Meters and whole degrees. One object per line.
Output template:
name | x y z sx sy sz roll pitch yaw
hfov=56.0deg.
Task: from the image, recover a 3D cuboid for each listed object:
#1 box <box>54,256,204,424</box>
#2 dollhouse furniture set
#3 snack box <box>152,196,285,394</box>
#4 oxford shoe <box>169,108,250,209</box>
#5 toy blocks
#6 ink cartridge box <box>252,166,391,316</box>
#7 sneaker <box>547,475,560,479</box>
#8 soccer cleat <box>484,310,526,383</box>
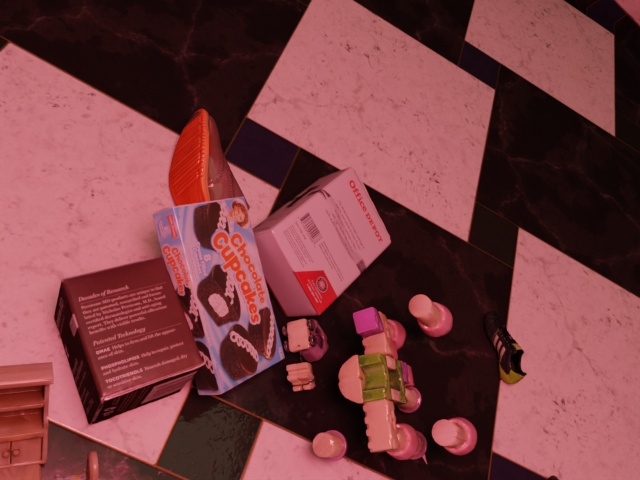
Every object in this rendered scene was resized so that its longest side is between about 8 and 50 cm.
box | -0.321 0.165 0.995 0.167 0.168 0.203 -15 70 -33
dollhouse furniture set | -0.412 0.303 0.802 0.212 0.161 0.242 0 26 -28
snack box | -0.175 0.089 1.078 0.187 0.060 0.322 -17 93 -57
oxford shoe | -0.225 -0.101 1.249 0.132 0.130 0.364 13 62 -41
toy blocks | 0.129 0.283 1.168 0.260 0.309 0.289 39 40 -59
ink cartridge box | 0.000 0.000 1.256 0.273 0.114 0.197 -40 109 -37
sneaker | 0.486 0.542 1.279 0.170 0.051 0.089 25 54 -19
soccer cleat | 0.436 0.244 1.408 0.060 0.072 0.179 2 62 -27
